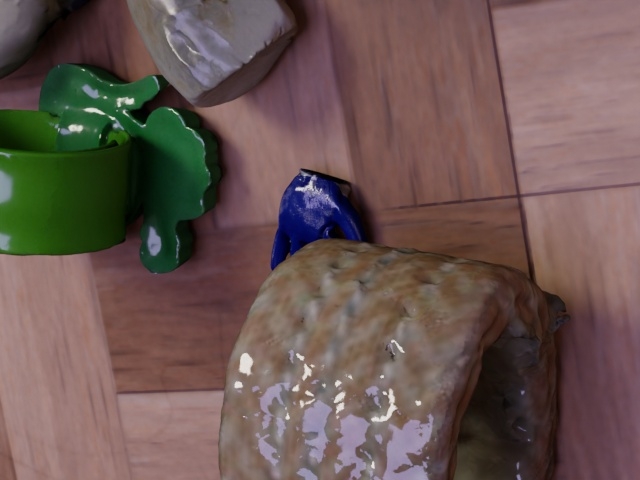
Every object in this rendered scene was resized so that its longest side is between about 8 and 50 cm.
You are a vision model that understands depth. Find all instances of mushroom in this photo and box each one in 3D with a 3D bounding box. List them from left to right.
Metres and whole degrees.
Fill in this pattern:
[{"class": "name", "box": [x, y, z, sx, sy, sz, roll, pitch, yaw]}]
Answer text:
[{"class": "mushroom", "box": [-0.095, -0.193, 1.015, 0.092, 0.081, 0.223, -30, 83, 51]}]

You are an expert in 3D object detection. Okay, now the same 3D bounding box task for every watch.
[{"class": "watch", "box": [-0.166, -0.045, 1.051, 0.165, 0.152, 0.131, 17, 107, 29]}]

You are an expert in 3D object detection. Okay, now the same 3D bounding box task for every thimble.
[{"class": "thimble", "box": [0.045, 0.117, 0.932, 0.148, 0.196, 0.229, 9, 105, 28]}]

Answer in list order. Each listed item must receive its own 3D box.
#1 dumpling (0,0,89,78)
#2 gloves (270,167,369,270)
[{"class": "dumpling", "box": [-0.234, -0.179, 1.092, 0.176, 0.092, 0.150, -23, 91, 34]}, {"class": "gloves", "box": [0.000, 0.000, 1.033, 0.064, 0.026, 0.086, 21, 111, 24]}]
